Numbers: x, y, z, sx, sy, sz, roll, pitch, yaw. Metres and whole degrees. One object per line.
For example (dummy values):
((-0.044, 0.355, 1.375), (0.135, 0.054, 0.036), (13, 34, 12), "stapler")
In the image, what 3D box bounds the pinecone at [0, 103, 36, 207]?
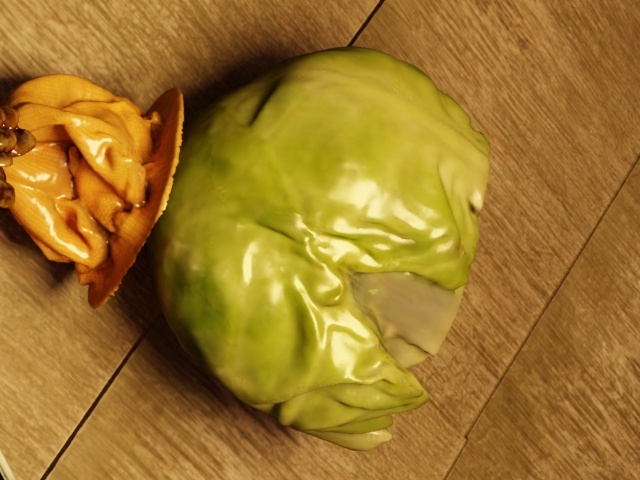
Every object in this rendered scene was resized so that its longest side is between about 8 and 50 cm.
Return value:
((-0.411, -0.064, 1.814), (0.224, 0.224, 0.272), (16, 120, -39), "pinecone")

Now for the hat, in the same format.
((-0.296, -0.085, 1.972), (0.233, 0.233, 0.244), (23, 108, -21), "hat")

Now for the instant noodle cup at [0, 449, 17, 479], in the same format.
((-0.425, 0.220, 1.842), (0.182, 0.258, 0.302), (-31, 113, -17), "instant noodle cup")

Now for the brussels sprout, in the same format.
((-0.019, -0.005, 2.094), (0.361, 0.342, 0.425), (21, 75, -11), "brussels sprout")
